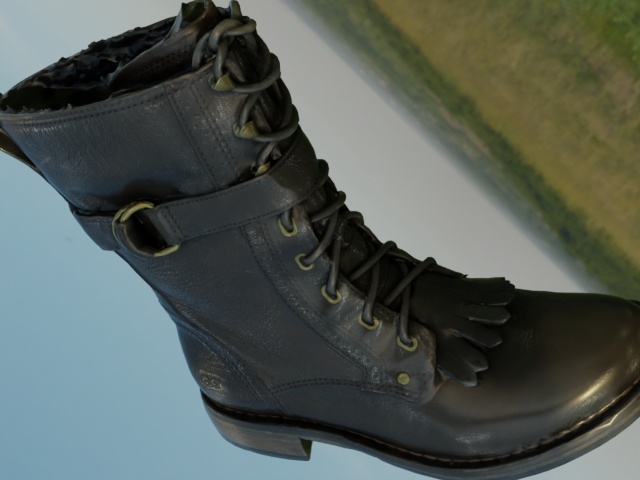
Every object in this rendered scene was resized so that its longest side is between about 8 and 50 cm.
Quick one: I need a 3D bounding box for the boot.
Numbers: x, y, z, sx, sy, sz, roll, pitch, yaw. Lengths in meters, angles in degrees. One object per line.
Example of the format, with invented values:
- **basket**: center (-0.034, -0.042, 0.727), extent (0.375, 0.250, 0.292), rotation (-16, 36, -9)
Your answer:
- **boot**: center (0.000, 0.000, 0.456), extent (0.091, 0.263, 0.229), rotation (-71, -36, -44)
